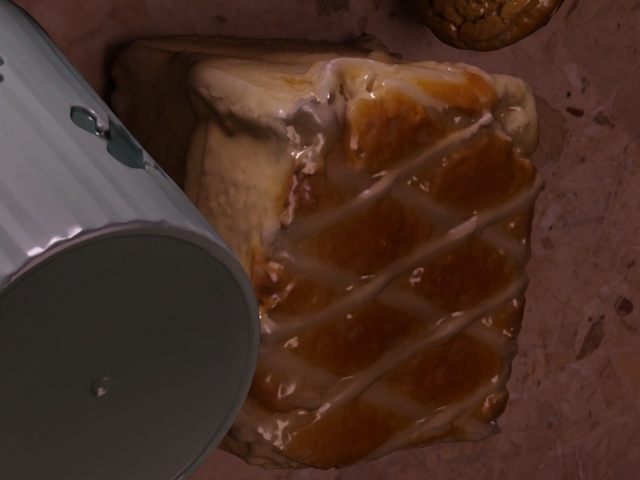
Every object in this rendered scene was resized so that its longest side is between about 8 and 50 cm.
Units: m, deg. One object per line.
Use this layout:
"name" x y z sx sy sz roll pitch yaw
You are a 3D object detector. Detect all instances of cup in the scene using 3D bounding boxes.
"cup" -0.289 0.027 1.411 0.401 0.392 0.310 -26 130 -22

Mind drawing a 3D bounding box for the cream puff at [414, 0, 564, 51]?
"cream puff" 0.171 -0.278 1.906 0.129 0.189 0.189 39 75 -35

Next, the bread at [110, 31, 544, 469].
"bread" 0.000 0.000 1.768 0.390 0.279 0.371 -2 106 -46
